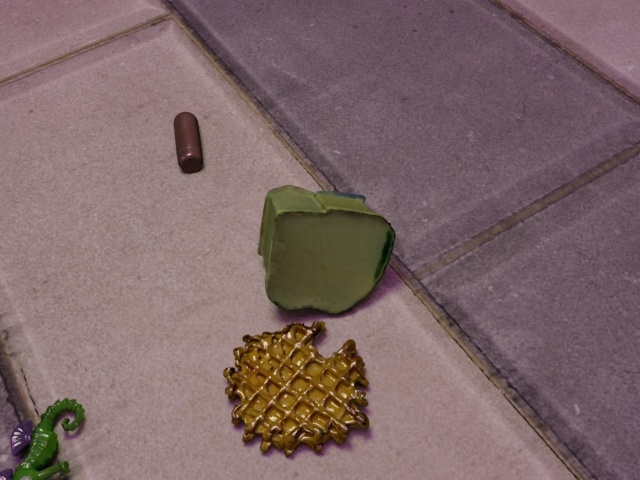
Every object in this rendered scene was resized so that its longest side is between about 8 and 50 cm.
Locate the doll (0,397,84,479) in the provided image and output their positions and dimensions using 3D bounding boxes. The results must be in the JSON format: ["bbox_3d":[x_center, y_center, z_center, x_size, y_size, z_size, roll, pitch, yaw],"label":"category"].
[{"bbox_3d":[-0.430,0.327,1.141,0.115,0.050,0.190,2,50,11],"label":"doll"}]

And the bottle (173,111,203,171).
[{"bbox_3d":[-0.276,-0.207,1.541,0.053,0.053,0.140,-11,52,-4],"label":"bottle"}]

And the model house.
[{"bbox_3d":[0.000,0.000,1.310,0.214,0.195,0.189,0,26,-14],"label":"model house"}]

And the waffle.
[{"bbox_3d":[-0.039,0.230,1.187,0.232,0.051,0.228,-9,55,-2],"label":"waffle"}]
